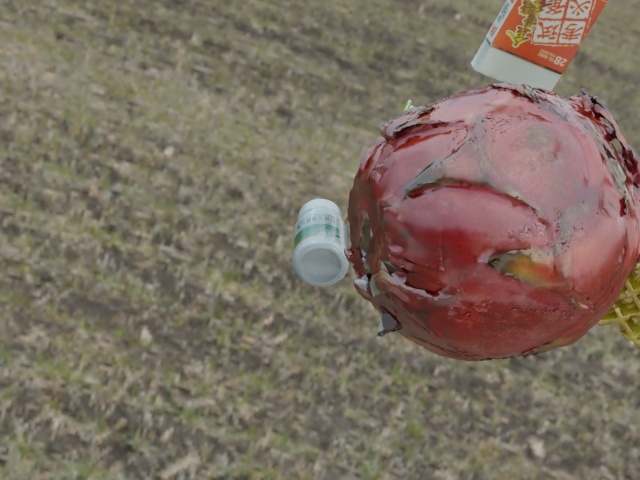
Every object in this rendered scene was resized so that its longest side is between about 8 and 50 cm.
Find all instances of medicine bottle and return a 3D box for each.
[{"bbox_3d":[0.000,0.000,1.720,0.080,0.080,0.130,15,32,-10],"label":"medicine bottle"}]

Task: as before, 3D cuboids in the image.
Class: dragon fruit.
[{"bbox_3d":[0.177,-0.021,1.256,0.302,0.295,0.295,-4,30,-14],"label":"dragon fruit"}]

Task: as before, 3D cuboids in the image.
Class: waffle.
[{"bbox_3d":[0.529,0.090,1.953,0.229,0.219,0.057,59,31,-14],"label":"waffle"}]

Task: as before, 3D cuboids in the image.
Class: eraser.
[{"bbox_3d":[0.380,-0.367,2.060,0.157,0.230,0.038,17,29,-24],"label":"eraser"}]

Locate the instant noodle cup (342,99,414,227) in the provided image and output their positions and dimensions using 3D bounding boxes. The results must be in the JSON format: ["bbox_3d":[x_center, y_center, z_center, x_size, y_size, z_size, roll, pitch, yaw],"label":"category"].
[{"bbox_3d":[0.181,-0.092,2.134,0.200,0.264,0.264,27,24,-2],"label":"instant noodle cup"}]
